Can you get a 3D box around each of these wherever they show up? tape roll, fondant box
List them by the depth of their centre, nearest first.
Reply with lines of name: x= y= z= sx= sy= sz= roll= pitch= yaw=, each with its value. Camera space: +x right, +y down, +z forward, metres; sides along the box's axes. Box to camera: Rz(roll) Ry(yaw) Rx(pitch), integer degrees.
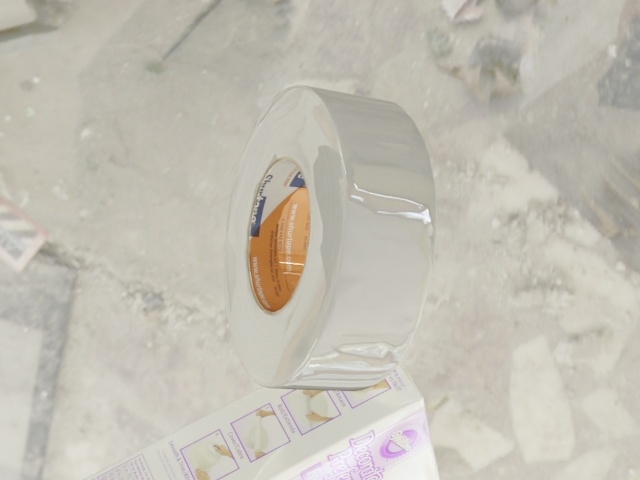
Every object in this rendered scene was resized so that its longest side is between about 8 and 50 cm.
tape roll: x=0.000 y=0.000 z=0.857 sx=0.072 sy=0.219 sz=0.219 roll=7 pitch=119 yaw=-24
fondant box: x=-0.051 y=0.252 z=1.133 sx=0.330 sy=0.096 sz=0.238 roll=-28 pitch=142 yaw=-9
